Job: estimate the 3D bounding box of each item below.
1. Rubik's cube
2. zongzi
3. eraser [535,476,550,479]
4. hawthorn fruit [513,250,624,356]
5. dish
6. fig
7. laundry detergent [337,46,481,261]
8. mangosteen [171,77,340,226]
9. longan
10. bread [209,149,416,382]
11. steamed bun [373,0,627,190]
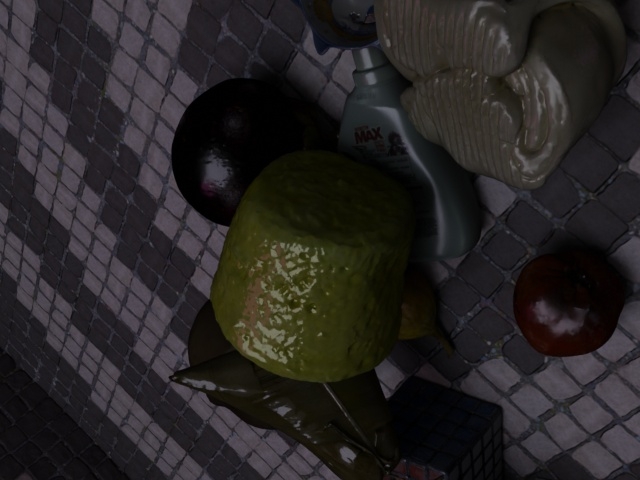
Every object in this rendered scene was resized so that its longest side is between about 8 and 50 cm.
[{"bbox_3d":[0.239,0.472,1.703,0.237,0.237,0.238,15,127,37],"label":"Rubik's cube"},{"bbox_3d":[-0.028,0.375,1.511,0.447,0.418,0.181,68,158,11],"label":"zongzi"},{"bbox_3d":[0.497,0.541,1.683,0.084,0.027,0.063,0,118,41],"label":"eraser"},{"bbox_3d":[0.410,0.115,1.346,0.185,0.185,0.202,33,152,18],"label":"hawthorn fruit"},{"bbox_3d":[0.064,-0.410,1.310,0.236,0.086,0.228,32,126,25],"label":"dish"},{"bbox_3d":[0.184,0.155,1.611,0.257,0.159,0.159,44,141,-18],"label":"fig"},{"bbox_3d":[0.126,-0.159,1.426,0.264,0.124,0.398,-1,117,40],"label":"laundry detergent"},{"bbox_3d":[-0.132,-0.152,1.534,0.313,0.297,0.297,38,138,-2],"label":"mangosteen"},{"bbox_3d":[-0.121,0.249,1.772,0.361,0.361,0.361,22,132,28],"label":"longan"},{"bbox_3d":[-0.004,0.038,1.340,0.348,0.348,0.308,32,131,20],"label":"bread"},{"bbox_3d":[0.270,-0.268,1.127,0.367,0.255,0.342,45,160,44],"label":"steamed bun"}]
